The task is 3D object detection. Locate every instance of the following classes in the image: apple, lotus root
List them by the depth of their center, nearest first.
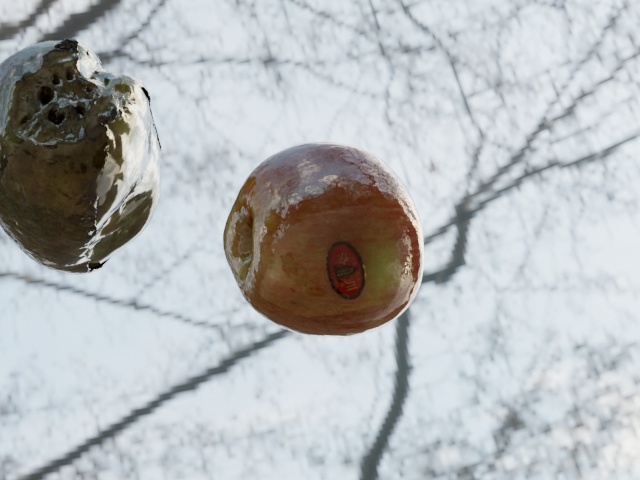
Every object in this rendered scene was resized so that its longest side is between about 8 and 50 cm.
[{"bbox_3d":[0.000,0.000,1.238,0.131,0.146,0.146,-8,-39,-17],"label":"apple"},{"bbox_3d":[-0.217,-0.066,1.433,0.152,0.160,0.275,19,-19,6],"label":"lotus root"}]
